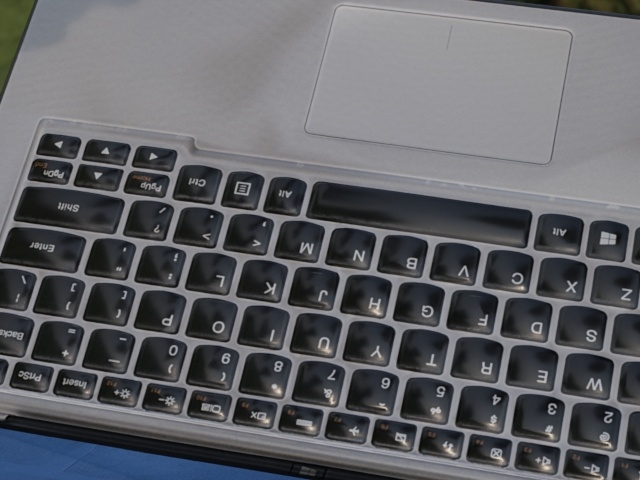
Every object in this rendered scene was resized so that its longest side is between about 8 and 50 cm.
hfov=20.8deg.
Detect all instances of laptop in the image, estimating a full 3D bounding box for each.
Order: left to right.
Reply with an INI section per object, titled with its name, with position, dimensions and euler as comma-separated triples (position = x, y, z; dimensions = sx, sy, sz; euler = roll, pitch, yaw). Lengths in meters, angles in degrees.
[laptop]
position = 0.000, 0.000, 0.663
dimensions = 0.236, 0.382, 0.408
euler = 81, 20, -59
